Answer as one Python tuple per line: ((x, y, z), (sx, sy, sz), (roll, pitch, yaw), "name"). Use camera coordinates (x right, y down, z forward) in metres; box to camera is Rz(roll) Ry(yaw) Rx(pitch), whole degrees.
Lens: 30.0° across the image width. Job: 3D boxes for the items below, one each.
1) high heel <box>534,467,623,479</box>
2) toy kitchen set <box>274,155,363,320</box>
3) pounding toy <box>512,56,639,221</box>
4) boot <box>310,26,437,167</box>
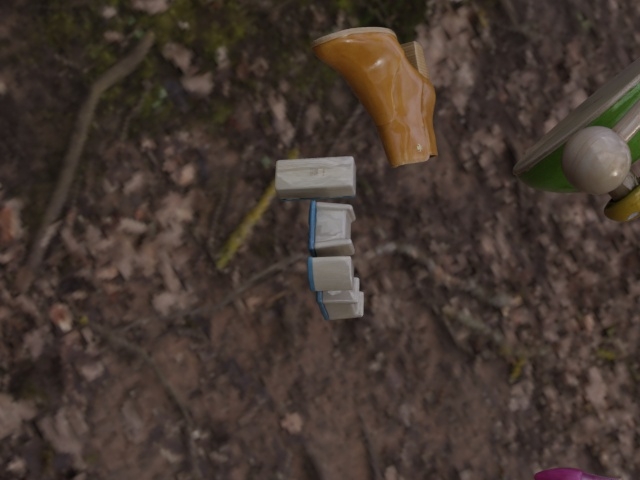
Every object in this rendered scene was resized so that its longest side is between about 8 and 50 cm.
((0.353, 0.425, 1.636), (0.082, 0.117, 0.244), (-49, 138, -58), "high heel")
((0.000, 0.000, 1.858), (0.166, 0.122, 0.207), (69, 21, -64), "toy kitchen set")
((0.270, -0.078, 1.002), (0.110, 0.183, 0.237), (49, 0, -1), "pounding toy")
((0.102, -0.224, 1.924), (0.295, 0.104, 0.211), (-2, 82, -53), "boot")
